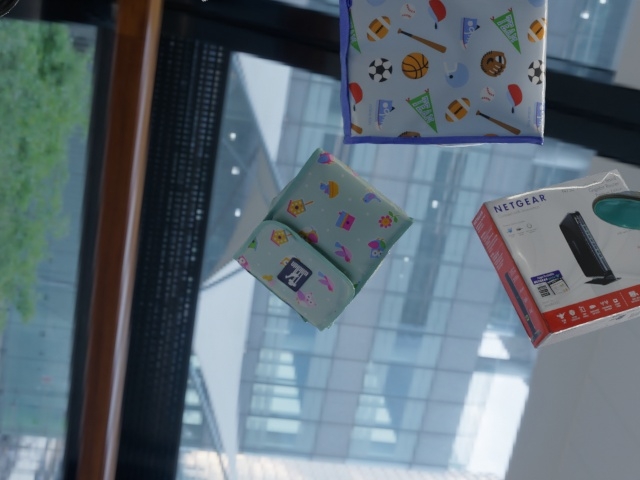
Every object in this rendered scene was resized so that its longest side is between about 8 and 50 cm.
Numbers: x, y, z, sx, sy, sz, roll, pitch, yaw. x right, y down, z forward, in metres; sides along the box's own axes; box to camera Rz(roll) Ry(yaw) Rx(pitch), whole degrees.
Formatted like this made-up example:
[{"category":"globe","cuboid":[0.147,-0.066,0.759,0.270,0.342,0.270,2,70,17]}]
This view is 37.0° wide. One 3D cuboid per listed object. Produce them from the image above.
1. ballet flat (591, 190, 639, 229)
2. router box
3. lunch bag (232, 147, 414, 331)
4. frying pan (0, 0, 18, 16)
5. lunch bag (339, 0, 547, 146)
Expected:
[{"category":"ballet flat","cuboid":[0.589,-0.054,1.692,0.068,0.213,0.072,-65,163,-50]},{"category":"router box","cuboid":[0.519,0.031,1.934,0.082,0.335,0.301,112,-41,-59]},{"category":"lunch bag","cuboid":[0.000,0.000,1.696,0.262,0.223,0.160,-51,-176,0]},{"category":"frying pan","cuboid":[-0.661,-0.433,1.694,0.326,0.197,0.053,-53,-151,2]},{"category":"lunch bag","cuboid":[0.227,-0.347,1.878,0.239,0.385,0.328,-151,-121,-77]}]
